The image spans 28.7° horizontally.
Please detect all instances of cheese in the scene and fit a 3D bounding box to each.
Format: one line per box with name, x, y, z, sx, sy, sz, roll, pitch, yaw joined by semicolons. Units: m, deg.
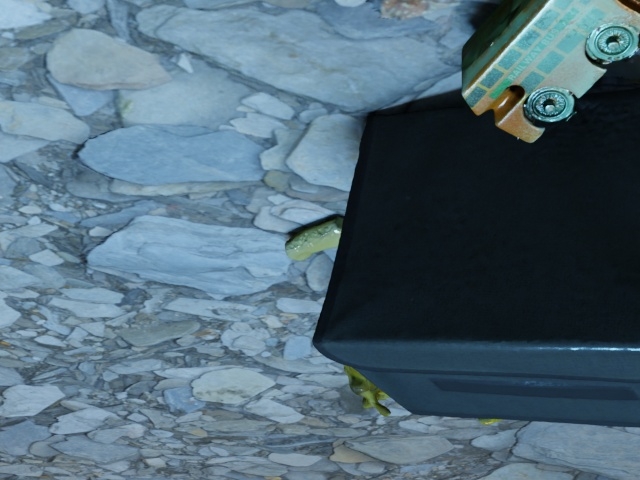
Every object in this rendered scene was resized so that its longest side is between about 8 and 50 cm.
cheese;0.000;0.000;1.409;0.083;0.030;0.044;-26;136;30

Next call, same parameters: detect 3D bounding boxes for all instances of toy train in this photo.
toy train;0.193;-0.168;1.026;0.099;0.072;0.188;26;135;-16

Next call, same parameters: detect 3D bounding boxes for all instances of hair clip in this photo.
hair clip;0.259;-0.132;1.142;0.172;0.049;0.116;-1;148;13

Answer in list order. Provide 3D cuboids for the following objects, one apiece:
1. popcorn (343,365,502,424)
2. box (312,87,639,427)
popcorn;0.151;0.123;1.473;0.250;0.190;0.250;-6;152;-3
box;0.209;0.021;1.157;0.345;0.251;0.204;-1;155;31
